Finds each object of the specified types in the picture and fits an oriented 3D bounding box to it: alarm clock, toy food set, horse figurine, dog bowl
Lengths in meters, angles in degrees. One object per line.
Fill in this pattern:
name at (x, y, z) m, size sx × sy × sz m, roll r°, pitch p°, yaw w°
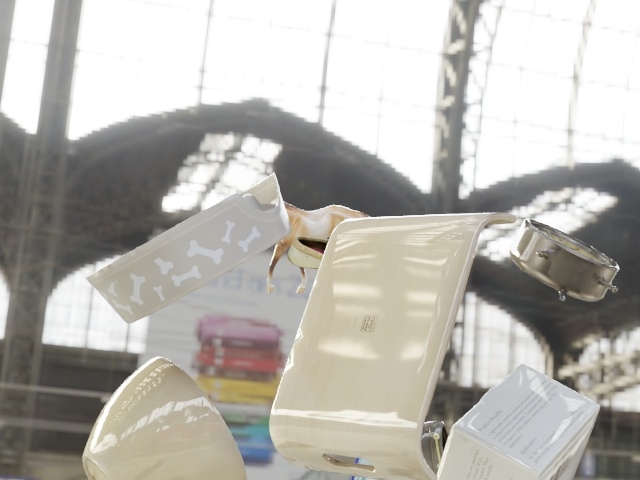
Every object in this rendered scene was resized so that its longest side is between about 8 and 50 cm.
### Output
alarm clock at (0.297, 0.022, 1.606) m, size 0.129 × 0.064 × 0.192 m, roll 25°, pitch 15°, yaw -6°
toy food set at (0.082, 0.108, 1.401) m, size 0.220 × 0.306 × 0.092 m, roll -1°, pitch -26°, yaw 47°
horse figurine at (0.000, 0.000, 2.279) m, size 0.263 × 0.174 × 0.066 m, roll -5°, pitch 8°, yaw -10°
dog bowl at (-0.200, 0.017, 2.068) m, size 0.349 × 0.102 × 0.349 m, roll -28°, pitch 3°, yaw 2°

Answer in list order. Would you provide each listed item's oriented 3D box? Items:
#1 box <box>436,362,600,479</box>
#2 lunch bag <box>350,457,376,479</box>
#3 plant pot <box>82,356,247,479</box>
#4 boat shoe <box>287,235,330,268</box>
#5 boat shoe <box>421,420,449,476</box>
box at (0.232, 0.280, 1.581) m, size 0.119 × 0.181 × 0.181 m, roll 28°, pitch 35°, yaw 24°
lunch bag at (0.101, 0.376, 2.020) m, size 0.096 × 0.151 × 0.129 m, roll 21°, pitch 17°, yaw 18°
plant pot at (-0.282, 0.364, 2.156) m, size 0.191 × 0.284 × 0.284 m, roll -32°, pitch 3°, yaw -28°
boat shoe at (0.019, 0.020, 1.989) m, size 0.135 × 0.050 × 0.045 m, roll 4°, pitch -50°, yaw -14°
boat shoe at (0.180, 0.364, 1.811) m, size 0.069 × 0.227 × 0.081 m, roll -21°, pitch 4°, yaw 24°
